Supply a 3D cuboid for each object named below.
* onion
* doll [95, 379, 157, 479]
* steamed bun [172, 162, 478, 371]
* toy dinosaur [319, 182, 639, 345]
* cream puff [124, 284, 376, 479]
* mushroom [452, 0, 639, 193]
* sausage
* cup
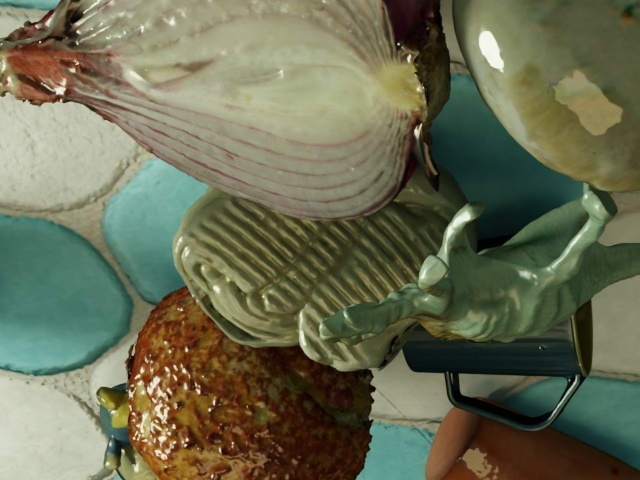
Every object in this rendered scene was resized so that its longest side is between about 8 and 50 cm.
[{"bbox_3d":[-0.063,-0.163,1.155,0.349,0.159,0.267,8,128,19],"label":"onion"},{"bbox_3d":[-0.177,0.201,1.577,0.089,0.102,0.179,36,152,33],"label":"doll"},{"bbox_3d":[0.002,0.001,1.306,0.211,0.144,0.218,42,87,-9],"label":"steamed bun"},{"bbox_3d":[0.192,0.013,1.216,0.393,0.092,0.205,-1,139,-35],"label":"toy dinosaur"},{"bbox_3d":[-0.053,0.135,1.397,0.240,0.240,0.164,30,123,-23],"label":"cream puff"},{"bbox_3d":[0.191,-0.140,1.116,0.244,0.243,0.243,3,135,3],"label":"mushroom"},{"bbox_3d":[0.233,0.246,1.560,0.259,0.113,0.113,27,131,-18],"label":"sausage"},{"bbox_3d":[0.154,0.078,1.369,0.155,0.131,0.176,-3,90,16],"label":"cup"}]
